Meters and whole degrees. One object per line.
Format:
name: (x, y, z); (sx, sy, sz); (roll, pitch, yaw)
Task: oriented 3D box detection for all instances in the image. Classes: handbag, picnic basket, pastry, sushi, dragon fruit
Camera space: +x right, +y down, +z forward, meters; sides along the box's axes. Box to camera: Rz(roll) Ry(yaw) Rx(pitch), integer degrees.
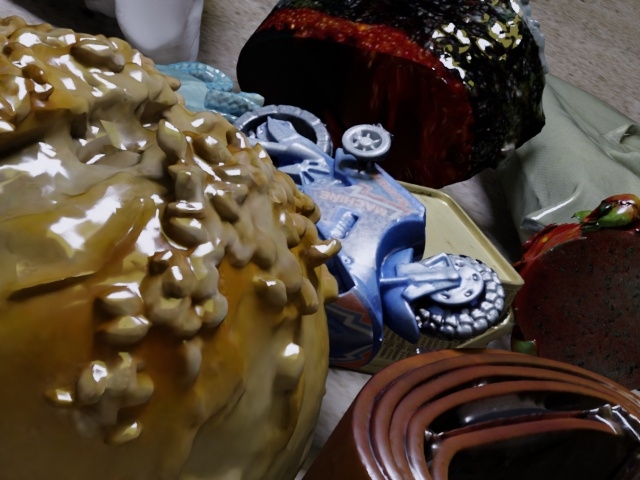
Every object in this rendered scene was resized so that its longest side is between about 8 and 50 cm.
handbag: (0.235, -0.025, 1.486); (0.253, 0.109, 0.316); (27, 20, -16)
picnic basket: (0.028, 0.018, 1.167); (0.164, 0.079, 0.115); (13, 27, -33)
pastry: (-0.130, -0.005, 0.883); (0.316, 0.184, 0.284); (35, 21, 19)
sushi: (0.054, -0.124, 1.407); (0.225, 0.136, 0.126); (18, 40, 35)
dragon fruit: (0.174, 0.029, 1.248); (0.142, 0.138, 0.175); (-1, 15, -10)

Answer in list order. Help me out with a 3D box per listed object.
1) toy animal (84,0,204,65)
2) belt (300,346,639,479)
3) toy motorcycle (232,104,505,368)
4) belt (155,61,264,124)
toy animal: (-0.125, -0.270, 1.478); (0.272, 0.206, 0.265); (29, 25, 10)
belt: (0.094, 0.138, 0.939); (0.261, 0.105, 0.184); (1, 35, -50)
toy motorcycle: (0.000, 0.000, 1.027); (0.114, 0.076, 0.205); (-29, 52, -26)
belt: (-0.150, -0.072, 1.176); (0.302, 0.072, 0.087); (0, 30, -47)
